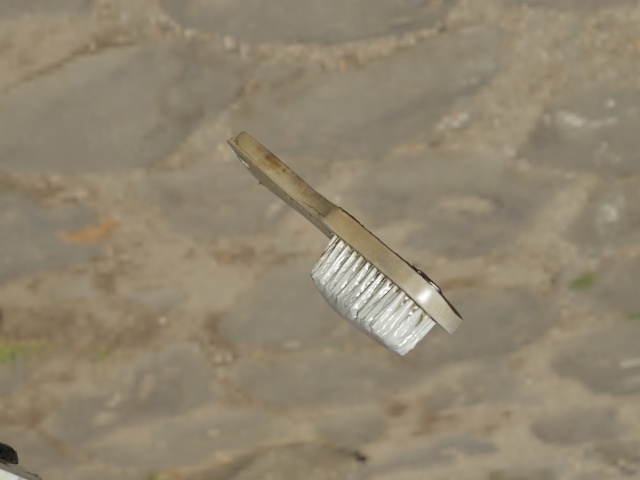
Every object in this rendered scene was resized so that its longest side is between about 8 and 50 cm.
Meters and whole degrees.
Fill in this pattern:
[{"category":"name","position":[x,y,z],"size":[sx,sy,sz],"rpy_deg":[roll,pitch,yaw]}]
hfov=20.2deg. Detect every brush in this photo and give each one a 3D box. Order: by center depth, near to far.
[{"category":"brush","position":[0.000,0.000,1.426],"size":[0.065,0.327,0.070],"rpy_deg":[-46,130,-1]}]

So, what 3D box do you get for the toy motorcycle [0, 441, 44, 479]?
[{"category":"toy motorcycle","position":[-0.233,0.194,1.111],"size":[0.074,0.151,0.228],"rpy_deg":[25,169,44]}]
